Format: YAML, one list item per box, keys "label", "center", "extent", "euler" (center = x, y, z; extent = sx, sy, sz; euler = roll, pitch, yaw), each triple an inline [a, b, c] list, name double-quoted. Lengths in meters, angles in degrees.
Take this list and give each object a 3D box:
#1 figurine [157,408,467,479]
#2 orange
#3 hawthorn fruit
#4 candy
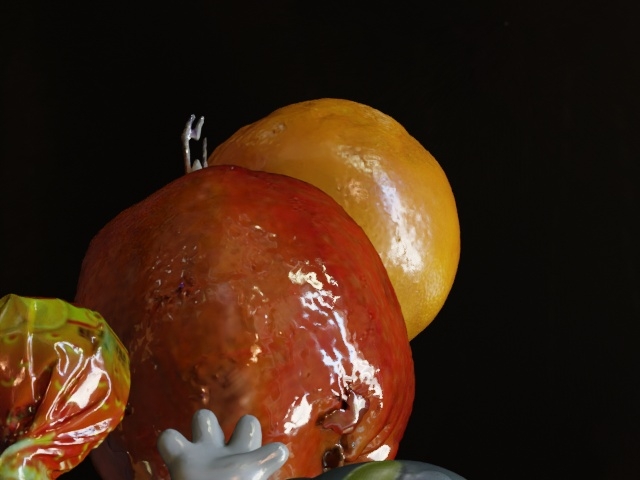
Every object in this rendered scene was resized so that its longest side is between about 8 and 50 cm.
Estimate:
- label: "figurine"
  center: [0.007, 0.166, 0.676]
  extent: [0.193, 0.265, 0.140]
  euler: [18, 132, 20]
- label: "orange"
  center: [0.000, 0.000, 1.810]
  extent: [0.261, 0.261, 0.261]
  euler: [1, 96, 5]
- label: "hawthorn fruit"
  center: [-0.058, 0.042, 1.202]
  extent: [0.211, 0.211, 0.299]
  euler: [-22, 60, 7]
- label: "candy"
  center: [-0.089, 0.094, 0.578]
  extent: [0.060, 0.201, 0.060]
  euler: [0, 134, 0]
